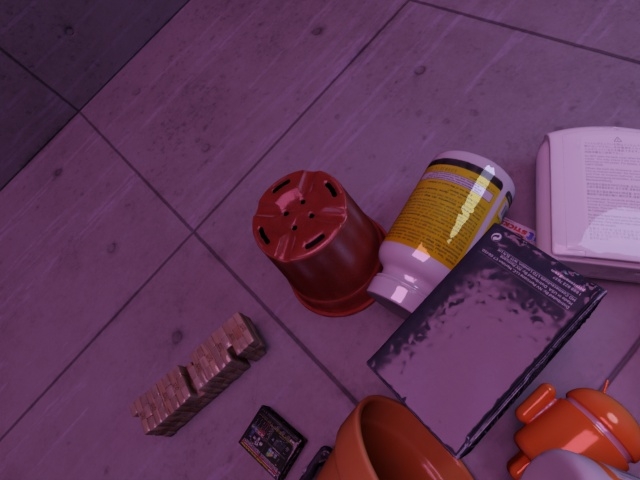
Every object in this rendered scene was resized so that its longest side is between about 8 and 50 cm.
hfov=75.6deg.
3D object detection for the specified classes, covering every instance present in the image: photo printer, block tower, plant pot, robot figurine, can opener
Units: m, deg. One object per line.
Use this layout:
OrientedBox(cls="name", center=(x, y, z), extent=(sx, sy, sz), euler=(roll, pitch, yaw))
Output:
OrientedBox(cls="photo printer", center=(0.547, -0.080, 0.784), extent=(0.255, 0.107, 0.308), euler=(6, 68, 12))
OrientedBox(cls="block tower", center=(-0.279, 0.320, 0.966), extent=(0.335, 0.091, 0.097), euler=(-40, 56, 1))
OrientedBox(cls="plant pot", center=(0.106, 0.431, 0.657), extent=(0.203, 0.291, 0.291), euler=(-51, 56, 15))
OrientedBox(cls="robot figurine", center=(0.404, 0.326, 0.653), extent=(0.219, 0.128, 0.158), euler=(-39, 25, 2))
OrientedBox(cls="can opener", center=(-0.027, 0.484, 0.799), extent=(0.059, 0.073, 0.186), euler=(36, 92, 26))
OrientedBox(cls="plant pot", center=(0.000, 0.000, 0.901), extent=(0.272, 0.265, 0.273), euler=(-10, 62, 19))

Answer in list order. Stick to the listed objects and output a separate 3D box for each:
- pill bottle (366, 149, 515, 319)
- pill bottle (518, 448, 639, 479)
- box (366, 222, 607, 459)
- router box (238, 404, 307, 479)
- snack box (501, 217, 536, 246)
OrientedBox(cls="pill bottle", center=(0.238, -0.001, 0.846), extent=(0.187, 0.188, 0.334), euler=(26, 77, 31))
OrientedBox(cls="pill bottle", center=(0.446, 0.425, 0.472), extent=(0.392, 0.224, 0.224), euler=(20, 73, 7))
OrientedBox(cls="box", center=(0.263, 0.178, 0.683), extent=(0.294, 0.296, 0.182), euler=(-47, 58, -4))
OrientedBox(cls="router box", center=(-0.101, 0.424, 0.870), extent=(0.122, 0.038, 0.092), euler=(28, 78, 32))
OrientedBox(cls="snack box", center=(0.435, 0.013, 0.853), extent=(0.178, 0.022, 0.064), euler=(33, 79, 32))
